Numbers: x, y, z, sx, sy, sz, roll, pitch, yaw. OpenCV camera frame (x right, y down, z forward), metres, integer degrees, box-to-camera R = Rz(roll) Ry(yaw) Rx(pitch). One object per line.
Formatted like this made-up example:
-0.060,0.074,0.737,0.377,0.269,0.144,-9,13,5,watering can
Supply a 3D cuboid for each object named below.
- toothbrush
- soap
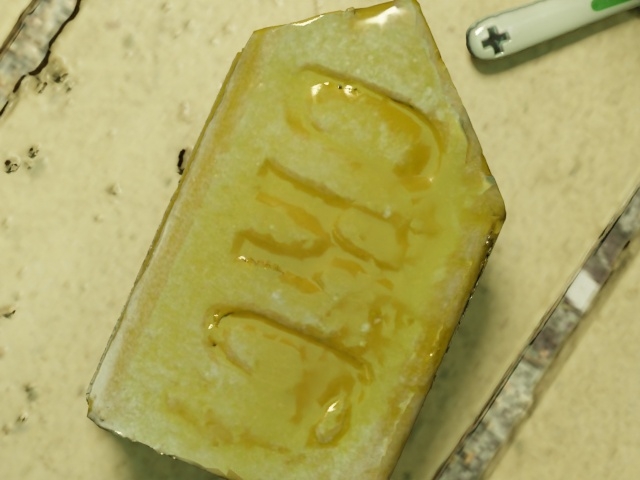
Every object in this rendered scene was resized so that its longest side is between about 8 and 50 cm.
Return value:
0.222,-0.155,0.757,0.304,0.030,0.030,-19,94,-5,toothbrush
0.000,0.000,0.712,0.160,0.080,0.257,23,90,-7,soap
